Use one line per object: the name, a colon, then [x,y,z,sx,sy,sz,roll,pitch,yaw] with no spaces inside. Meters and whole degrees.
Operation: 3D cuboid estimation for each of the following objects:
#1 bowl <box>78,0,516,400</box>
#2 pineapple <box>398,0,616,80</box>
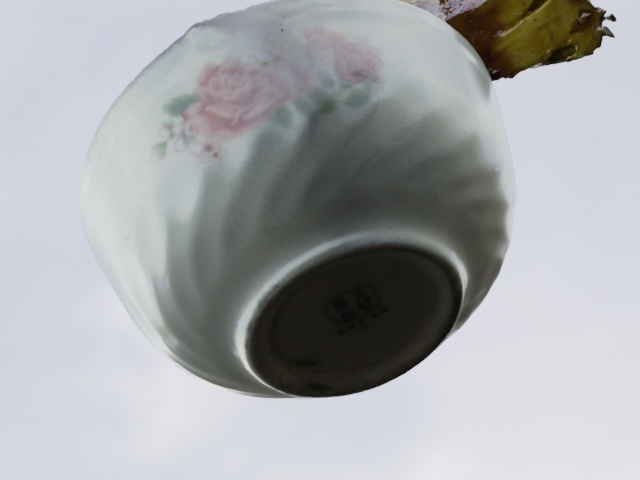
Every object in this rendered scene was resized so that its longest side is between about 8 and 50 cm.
bowl: [0.000,0.000,1.106,0.277,0.145,0.277,-12,-40,-11]
pineapple: [0.084,-0.151,1.277,0.233,0.135,0.079,-16,-74,9]
